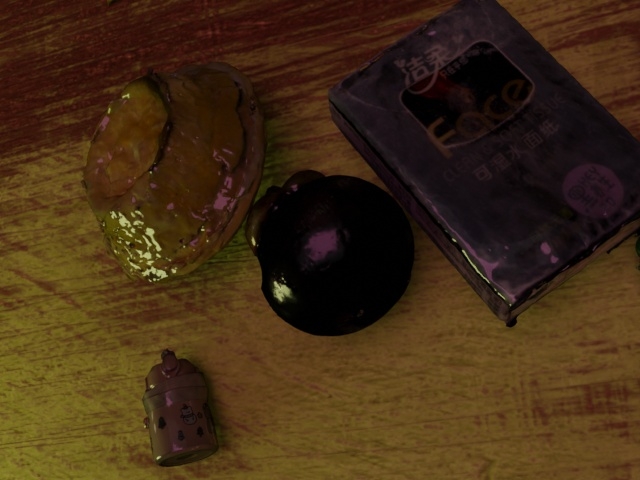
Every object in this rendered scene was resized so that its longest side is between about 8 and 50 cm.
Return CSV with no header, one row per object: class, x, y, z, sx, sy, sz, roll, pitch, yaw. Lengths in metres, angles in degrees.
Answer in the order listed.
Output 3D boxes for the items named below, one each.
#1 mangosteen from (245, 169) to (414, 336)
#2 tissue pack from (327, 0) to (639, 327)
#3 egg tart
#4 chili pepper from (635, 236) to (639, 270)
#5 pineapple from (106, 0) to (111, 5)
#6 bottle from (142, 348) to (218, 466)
mangosteen,0.000,0.000,1.040,0.211,0.211,0.250,-48,55,8
tissue pack,0.209,-0.107,0.985,0.259,0.122,0.361,-33,69,-10
egg tart,-0.227,-0.111,1.125,0.345,0.132,0.345,-19,61,37
chili pepper,0.487,-0.009,0.921,0.253,0.083,0.099,-25,65,11
pineapple,-0.278,-0.507,1.254,0.250,0.140,0.164,-19,74,20
bottle,-0.200,0.231,1.134,0.099,0.099,0.152,-25,65,15
